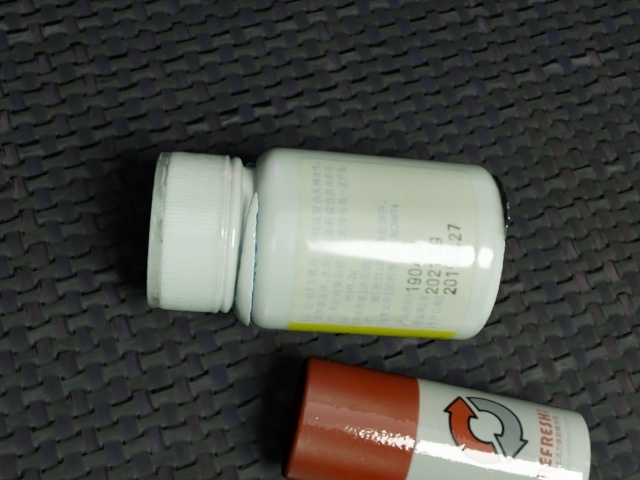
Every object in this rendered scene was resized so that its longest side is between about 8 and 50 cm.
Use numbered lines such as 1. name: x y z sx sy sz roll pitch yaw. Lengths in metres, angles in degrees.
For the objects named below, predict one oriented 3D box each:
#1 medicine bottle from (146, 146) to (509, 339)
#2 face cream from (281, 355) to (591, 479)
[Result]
1. medicine bottle: 0.000 0.000 0.715 0.258 0.143 0.143 5 70 -8
2. face cream: 0.084 0.154 0.699 0.214 0.096 0.095 12 69 -4
